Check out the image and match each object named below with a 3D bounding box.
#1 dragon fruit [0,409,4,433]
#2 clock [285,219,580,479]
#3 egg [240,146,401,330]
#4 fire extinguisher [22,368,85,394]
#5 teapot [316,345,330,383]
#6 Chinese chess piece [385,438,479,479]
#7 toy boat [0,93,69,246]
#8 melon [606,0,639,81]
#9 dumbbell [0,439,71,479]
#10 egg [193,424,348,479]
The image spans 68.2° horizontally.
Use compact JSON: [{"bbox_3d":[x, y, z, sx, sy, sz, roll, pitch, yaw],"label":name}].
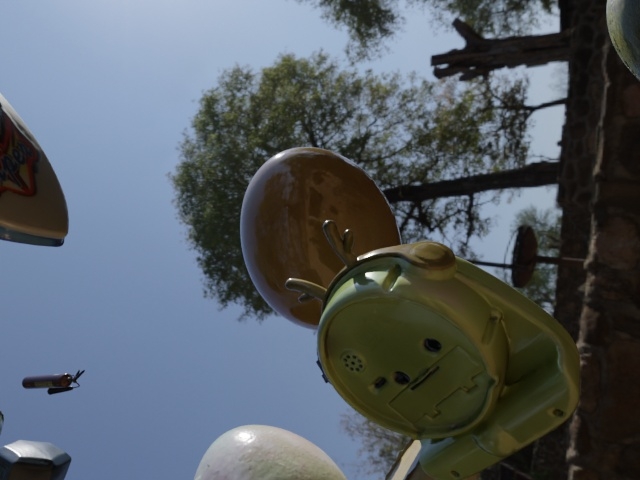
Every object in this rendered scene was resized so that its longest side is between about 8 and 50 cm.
[{"bbox_3d":[-0.571,0.296,0.711,0.200,0.198,0.269,-26,-19,-13],"label":"dragon fruit"},{"bbox_3d":[0.096,0.114,0.532,0.096,0.308,0.235,-45,-9,-52],"label":"clock"},{"bbox_3d":[0.000,0.000,0.911,0.301,0.301,0.373,-44,-57,-44],"label":"egg"},{"bbox_3d":[-0.568,0.306,1.007,0.035,0.173,0.048,-6,-95,-63],"label":"fire extinguisher"},{"bbox_3d":[0.040,0.293,1.110,0.096,0.177,0.087,-49,-46,9],"label":"teapot"},{"bbox_3d":[0.161,0.427,0.788,0.249,0.103,0.249,-49,-17,-20],"label":"Chinese chess piece"},{"bbox_3d":[-0.280,-0.102,0.303,0.295,0.088,0.129,45,-154,-9],"label":"toy boat"},{"bbox_3d":[0.271,-0.165,0.349,0.131,0.098,0.098,45,-130,-7],"label":"melon"},{"bbox_3d":[-0.672,0.607,1.010,0.160,0.144,0.324,23,-105,-28],"label":"dumbbell"},{"bbox_3d":[-0.123,0.564,1.003,0.355,0.340,0.354,-29,-33,-21],"label":"egg"}]
